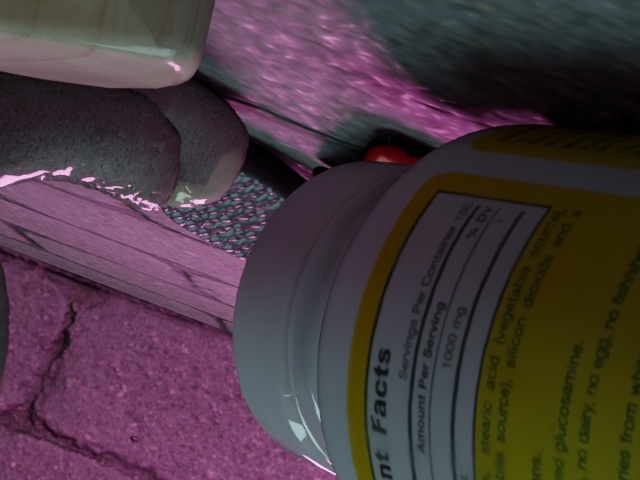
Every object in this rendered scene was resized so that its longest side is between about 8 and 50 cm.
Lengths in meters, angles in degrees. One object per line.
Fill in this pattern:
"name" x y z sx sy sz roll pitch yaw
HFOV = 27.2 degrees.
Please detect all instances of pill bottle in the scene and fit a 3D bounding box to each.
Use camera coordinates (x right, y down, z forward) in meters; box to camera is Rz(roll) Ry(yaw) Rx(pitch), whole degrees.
"pill bottle" 0.122 0.055 0.481 0.188 0.187 0.334 28 169 -40

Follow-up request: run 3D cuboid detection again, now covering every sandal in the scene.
"sandal" 0.000 -0.001 0.868 0.097 0.054 0.254 -23 136 26

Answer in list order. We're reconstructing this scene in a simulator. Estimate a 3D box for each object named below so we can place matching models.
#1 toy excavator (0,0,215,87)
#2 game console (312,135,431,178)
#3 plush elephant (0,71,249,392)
"toy excavator" -0.210 -0.127 0.172 0.445 0.222 0.433 14 174 -11
"game console" 0.075 -0.019 0.723 0.144 0.085 0.124 22 140 -11
"plush elephant" -0.221 -0.020 0.608 0.272 0.255 0.330 19 171 14
